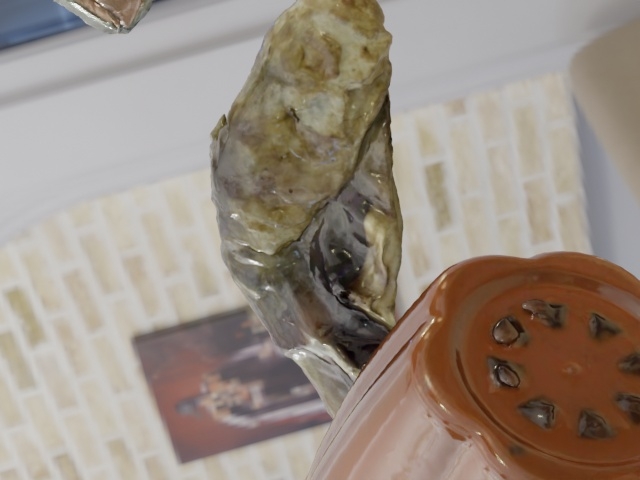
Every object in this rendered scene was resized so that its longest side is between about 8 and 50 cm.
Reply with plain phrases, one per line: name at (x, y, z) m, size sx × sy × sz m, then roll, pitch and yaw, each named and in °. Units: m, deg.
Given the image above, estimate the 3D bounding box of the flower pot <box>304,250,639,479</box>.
flower pot at (0.085, 0.106, 0.586) m, size 0.173 × 0.191 × 0.190 m, roll 106°, pitch 156°, yaw -46°

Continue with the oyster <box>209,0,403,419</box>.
oyster at (0.001, 0.000, 0.859) m, size 0.166 × 0.094 × 0.294 m, roll -15°, pitch 88°, yaw 47°

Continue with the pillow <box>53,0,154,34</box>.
pillow at (-0.141, -0.190, 0.553) m, size 0.232 × 0.126 × 0.043 m, roll 31°, pitch 168°, yaw -25°
